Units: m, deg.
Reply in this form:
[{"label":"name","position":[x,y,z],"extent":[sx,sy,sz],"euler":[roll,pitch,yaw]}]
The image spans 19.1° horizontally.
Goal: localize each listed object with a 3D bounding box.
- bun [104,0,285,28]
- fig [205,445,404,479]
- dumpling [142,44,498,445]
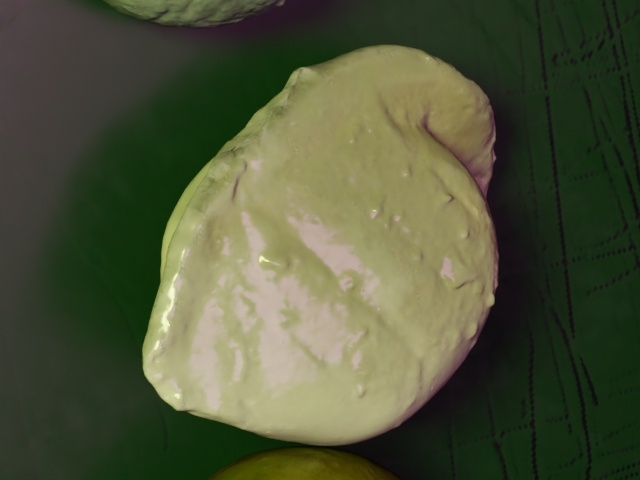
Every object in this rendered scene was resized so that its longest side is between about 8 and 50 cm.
[{"label":"bun","position":[-0.041,-0.146,0.699],"extent":[0.141,0.083,0.140],"euler":[-6,104,-24]},{"label":"fig","position":[-0.023,0.165,0.753],"extent":[0.148,0.186,0.142],"euler":[33,41,-44]},{"label":"dumpling","position":[0.001,0.000,0.737],"extent":[0.177,0.092,0.150],"euler":[-7,103,-22]}]
